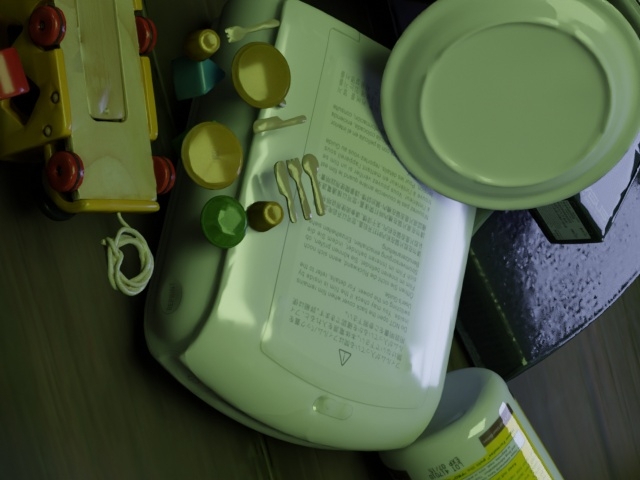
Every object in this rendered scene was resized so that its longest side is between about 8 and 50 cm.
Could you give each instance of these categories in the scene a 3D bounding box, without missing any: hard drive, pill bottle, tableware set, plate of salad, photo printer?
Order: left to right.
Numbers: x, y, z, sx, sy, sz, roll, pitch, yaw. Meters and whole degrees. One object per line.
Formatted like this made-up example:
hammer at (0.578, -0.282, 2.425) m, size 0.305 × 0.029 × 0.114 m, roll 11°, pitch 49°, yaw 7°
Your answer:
tableware set at (-0.058, -0.076, 1.397) m, size 0.104 × 0.024 × 0.154 m, roll -15°, pitch 92°, yaw -31°
photo printer at (0.000, 0.000, 1.512) m, size 0.256 × 0.107 × 0.308 m, roll 24°, pitch 69°, yaw -38°
pill bottle at (0.142, 0.216, 1.603) m, size 0.117 × 0.117 × 0.215 m, roll -46°, pitch 113°, yaw -35°
plate of salad at (0.144, -0.111, 1.478) m, size 0.200 × 0.200 × 0.048 m, roll 48°, pitch 22°, yaw -26°
hard drive at (0.200, -0.001, 1.722) m, size 0.254 × 0.054 × 0.172 m, roll -38°, pitch 109°, yaw -38°

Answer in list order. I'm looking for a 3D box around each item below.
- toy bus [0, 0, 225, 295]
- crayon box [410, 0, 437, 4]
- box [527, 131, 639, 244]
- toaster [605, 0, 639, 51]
toy bus at (-0.174, -0.084, 1.371) m, size 0.191 × 0.104 × 0.202 m, roll 52°, pitch 46°, yaw -27°
crayon box at (0.084, -0.378, 1.604) m, size 0.313 × 0.106 × 0.363 m, roll 4°, pitch 92°, yaw -42°
box at (0.189, -0.140, 1.599) m, size 0.233 × 0.059 × 0.183 m, roll 54°, pitch 50°, yaw -32°
toaster at (0.226, -0.212, 1.503) m, size 0.227 × 0.129 × 0.146 m, roll 50°, pitch 54°, yaw -34°
